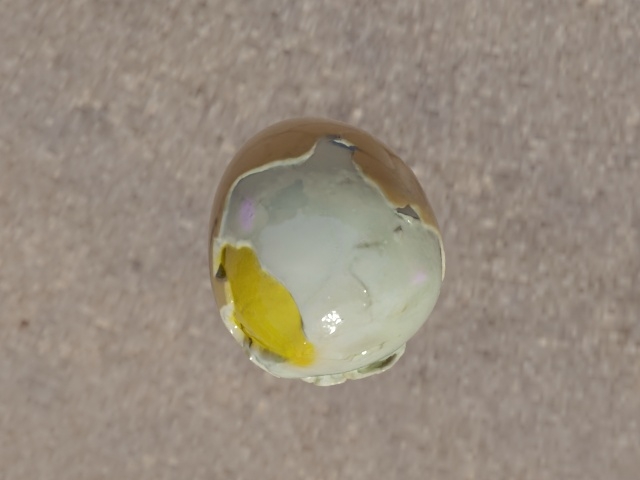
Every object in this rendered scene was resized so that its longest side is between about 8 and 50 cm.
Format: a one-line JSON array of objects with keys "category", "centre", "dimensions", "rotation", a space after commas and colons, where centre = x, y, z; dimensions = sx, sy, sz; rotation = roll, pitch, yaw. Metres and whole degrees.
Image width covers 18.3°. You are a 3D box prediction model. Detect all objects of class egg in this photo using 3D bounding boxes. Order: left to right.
[{"category": "egg", "centre": [0.000, 0.000, 0.600], "dimensions": [0.071, 0.083, 0.071], "rotation": [-19, 156, -9]}]
